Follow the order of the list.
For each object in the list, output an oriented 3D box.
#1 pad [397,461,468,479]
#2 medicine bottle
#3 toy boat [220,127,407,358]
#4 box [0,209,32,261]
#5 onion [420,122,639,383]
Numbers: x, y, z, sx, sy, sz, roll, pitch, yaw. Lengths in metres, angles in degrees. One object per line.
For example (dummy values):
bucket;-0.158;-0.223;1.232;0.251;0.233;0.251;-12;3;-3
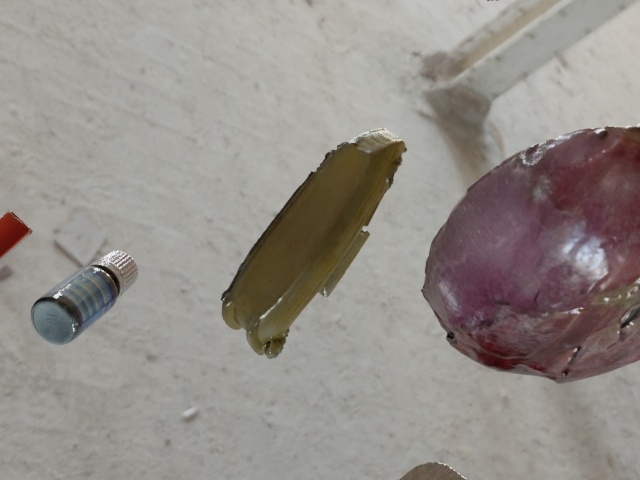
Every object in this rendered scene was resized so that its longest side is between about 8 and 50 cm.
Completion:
pad;0.055;0.312;0.896;0.266;0.176;0.002;-36;123;-18
medicine bottle;-0.361;0.082;1.565;0.083;0.083;0.203;51;31;-7
toy boat;0.000;0.000;1.252;0.089;0.321;0.121;36;1;29
box;-0.511;0.032;1.502;0.050;0.229;0.123;46;59;-11
onion;0.181;0.034;0.703;0.227;0.283;0.120;-5;63;-20
